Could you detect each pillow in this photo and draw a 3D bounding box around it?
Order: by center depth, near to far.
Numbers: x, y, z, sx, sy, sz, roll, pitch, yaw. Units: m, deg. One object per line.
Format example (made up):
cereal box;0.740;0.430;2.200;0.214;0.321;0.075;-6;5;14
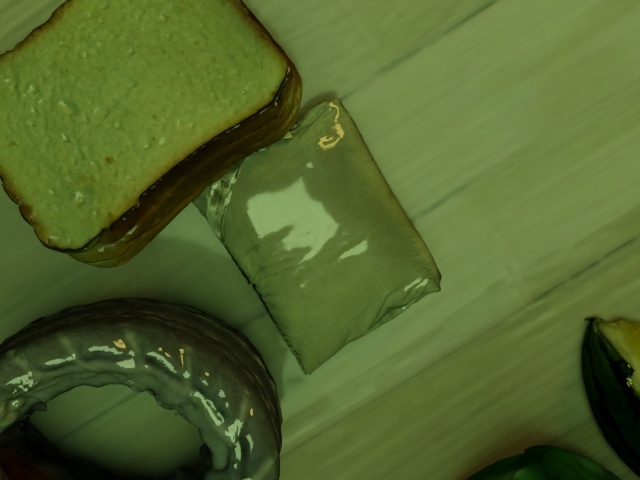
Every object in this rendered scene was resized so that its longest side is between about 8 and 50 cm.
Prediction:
pillow;0.000;0.000;0.820;0.134;0.078;0.181;-30;101;4

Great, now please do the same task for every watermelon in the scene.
watermelon;0.337;0.157;0.867;0.301;0.123;0.129;21;68;-5

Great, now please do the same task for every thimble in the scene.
thimble;-0.145;0.146;0.804;0.236;0.172;0.205;-8;99;-2

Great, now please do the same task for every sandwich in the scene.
sandwich;-0.135;-0.103;0.770;0.215;0.065;0.186;-40;75;5

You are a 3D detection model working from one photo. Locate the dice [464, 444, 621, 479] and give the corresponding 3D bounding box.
dice;0.193;0.350;0.789;0.287;0.300;0.297;30;98;-10
